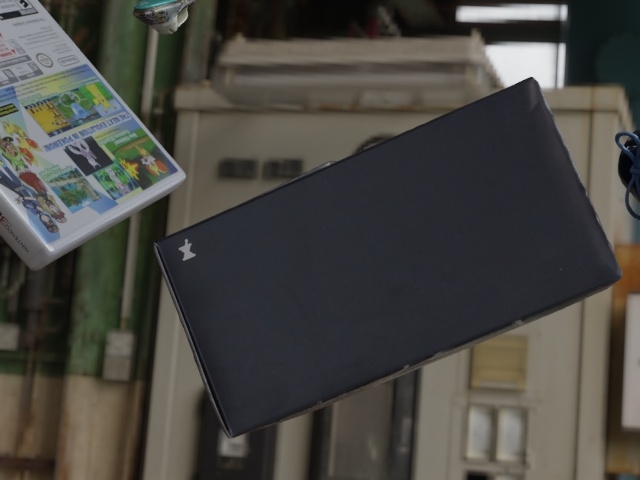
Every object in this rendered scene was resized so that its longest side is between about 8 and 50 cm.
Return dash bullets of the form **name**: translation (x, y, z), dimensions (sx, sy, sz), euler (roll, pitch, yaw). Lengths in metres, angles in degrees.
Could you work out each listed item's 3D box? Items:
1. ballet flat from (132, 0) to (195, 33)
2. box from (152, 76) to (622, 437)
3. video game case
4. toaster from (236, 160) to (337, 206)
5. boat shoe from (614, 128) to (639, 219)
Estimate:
- **ballet flat**: translation (-0.138, -0.209, 1.211), dimensions (0.041, 0.041, 0.114), euler (3, 26, 12)
- **box**: translation (0.073, 0.025, 1.194), dimensions (0.343, 0.179, 0.312), euler (-24, -8, 9)
- **video game case**: translation (-0.300, -0.133, 1.340), dimensions (0.036, 0.300, 0.329), euler (-40, 1, 22)
- **toaster**: translation (0.000, 0.000, 1.802), dimensions (0.186, 0.168, 0.110), euler (-25, 24, 3)
- **boat shoe**: translation (0.326, -0.061, 1.270), dimensions (0.089, 0.109, 0.258), euler (-2, -3, 11)
